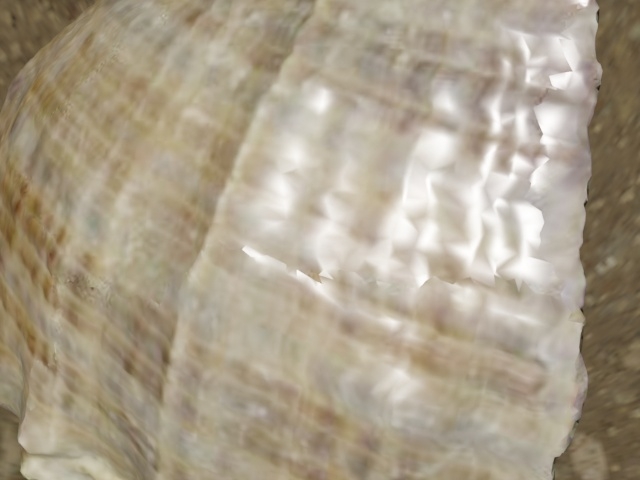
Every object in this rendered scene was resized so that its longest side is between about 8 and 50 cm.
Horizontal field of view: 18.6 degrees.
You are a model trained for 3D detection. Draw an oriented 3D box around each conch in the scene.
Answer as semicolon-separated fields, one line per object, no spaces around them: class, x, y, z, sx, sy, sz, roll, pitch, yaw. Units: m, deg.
conch;-0.018;0.002;0.631;0.210;0.297;0.352;-5;126;-9
